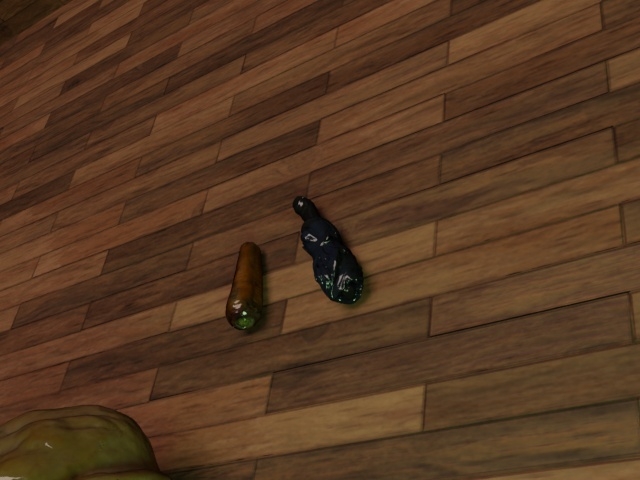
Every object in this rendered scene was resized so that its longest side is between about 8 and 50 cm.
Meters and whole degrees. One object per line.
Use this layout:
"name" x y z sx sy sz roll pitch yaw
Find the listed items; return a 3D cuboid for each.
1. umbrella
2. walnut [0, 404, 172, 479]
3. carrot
"umbrella" 0.007 0.000 1.228 0.071 0.071 0.248 -37 34 12
"walnut" -0.314 0.351 1.046 0.285 0.285 0.296 -34 65 16
"carrot" -0.112 0.068 1.294 0.055 0.055 0.161 -27 35 24
